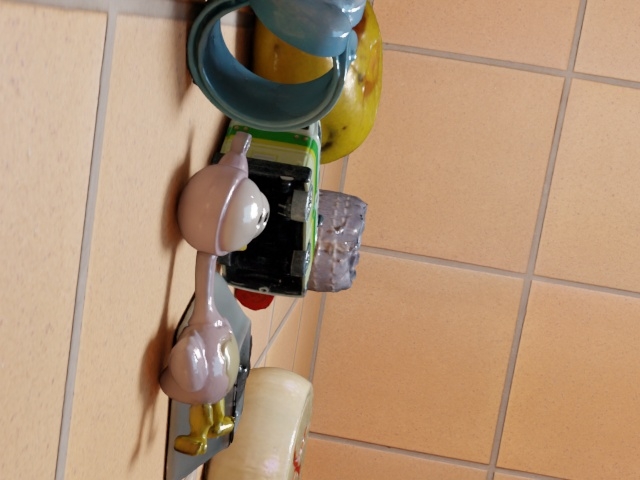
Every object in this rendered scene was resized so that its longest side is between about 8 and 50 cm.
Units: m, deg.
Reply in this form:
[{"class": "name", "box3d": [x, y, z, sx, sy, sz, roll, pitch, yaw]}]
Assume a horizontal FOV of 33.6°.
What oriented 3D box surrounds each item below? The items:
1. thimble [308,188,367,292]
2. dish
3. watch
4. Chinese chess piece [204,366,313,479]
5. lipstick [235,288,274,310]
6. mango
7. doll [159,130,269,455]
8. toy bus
[{"class": "thimble", "box3d": [0.000, 0.000, 2.131, 0.236, 0.172, 0.205, -50, 146, -77]}, {"class": "dish", "box3d": [-0.140, 0.185, 1.398, 0.182, 0.080, 0.243, -71, 171, -63]}, {"class": "watch", "box3d": [-0.052, -0.221, 1.104, 0.193, 0.210, 0.211, -56, -169, 39]}, {"class": "Chinese chess piece", "box3d": [-0.108, 0.385, 1.822, 0.338, 0.140, 0.338, 9, 90, -85]}, {"class": "lipstick", "box3d": [-0.080, 0.006, 1.790, 0.280, 0.073, 0.073, -74, 172, -53]}, {"class": "mango", "box3d": [-0.015, -0.253, 1.491, 0.365, 0.182, 0.253, 61, 40, -65]}, {"class": "doll", "box3d": [-0.123, 0.056, 1.215, 0.160, 0.094, 0.365, -20, 122, -76]}, {"class": "toy bus", "box3d": [-0.065, -0.056, 1.436, 0.276, 0.133, 0.165, 93, 8, -55]}]
